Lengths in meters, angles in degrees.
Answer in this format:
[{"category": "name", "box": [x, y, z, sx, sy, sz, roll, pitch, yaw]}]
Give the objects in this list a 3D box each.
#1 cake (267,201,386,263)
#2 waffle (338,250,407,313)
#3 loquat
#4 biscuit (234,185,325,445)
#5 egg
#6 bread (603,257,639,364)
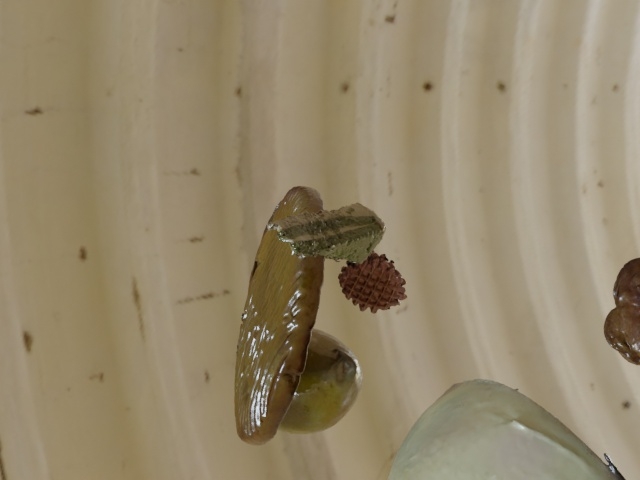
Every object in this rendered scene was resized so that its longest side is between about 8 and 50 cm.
[{"category": "cake", "box": [0.000, 0.000, 0.958, 0.140, 0.055, 0.051, -11, -130, -48]}, {"category": "waffle", "box": [0.062, 0.051, 1.182, 0.083, 0.075, 0.029, 53, -149, -26]}, {"category": "loquat", "box": [-0.020, 0.195, 1.405, 0.152, 0.195, 0.152, 10, -108, -34]}, {"category": "biscuit", "box": [-0.056, 0.088, 1.200, 0.040, 0.317, 0.318, 12, -151, -12]}, {"category": "egg", "box": [0.167, 0.314, 1.017, 0.201, 0.337, 0.337, -29, -128, -27]}, {"category": "bread", "box": [0.589, 0.119, 1.640, 0.232, 0.247, 0.135, 47, 179, 20]}]
